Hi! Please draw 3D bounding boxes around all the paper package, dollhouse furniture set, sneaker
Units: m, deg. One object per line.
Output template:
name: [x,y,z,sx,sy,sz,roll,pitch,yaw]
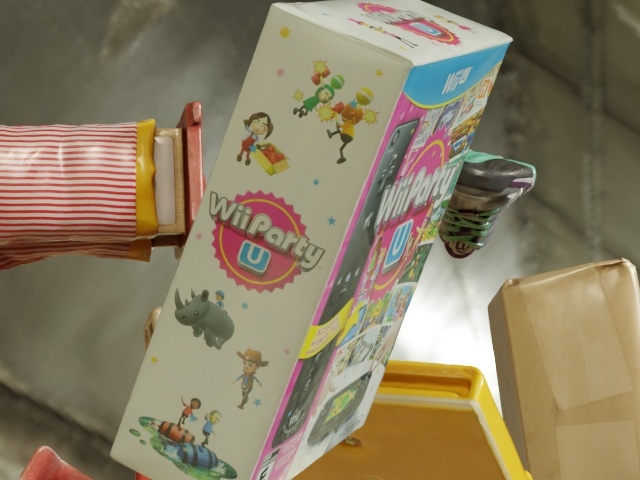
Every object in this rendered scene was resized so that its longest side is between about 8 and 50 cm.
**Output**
paper package: [0.316,0.207,2.117,0.309,0.168,0.325,74,7,-83]
dollhouse furniture set: [-0.188,0.081,1.398,0.152,0.201,0.374,137,-51,-77]
sneaker: [0.139,-0.027,1.491,0.223,0.083,0.098,-22,125,-82]

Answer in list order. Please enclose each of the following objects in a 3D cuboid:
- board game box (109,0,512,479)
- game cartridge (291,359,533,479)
board game box: [0.000,0.000,1.093,0.224,0.097,0.303,-26,138,-66]
game cartridge: [0.056,0.211,1.640,0.324,0.285,0.053,61,38,-51]
